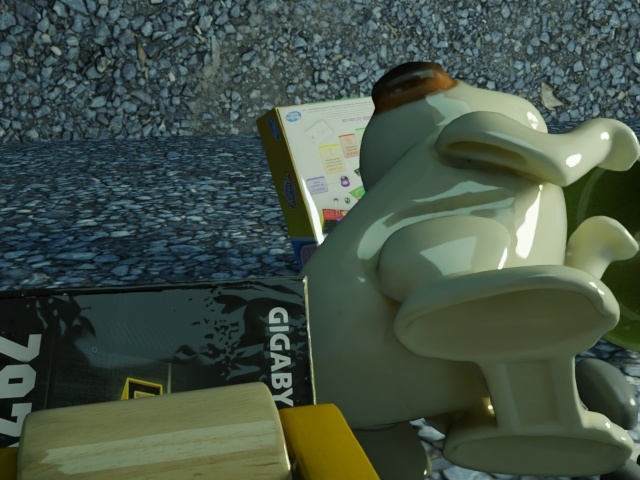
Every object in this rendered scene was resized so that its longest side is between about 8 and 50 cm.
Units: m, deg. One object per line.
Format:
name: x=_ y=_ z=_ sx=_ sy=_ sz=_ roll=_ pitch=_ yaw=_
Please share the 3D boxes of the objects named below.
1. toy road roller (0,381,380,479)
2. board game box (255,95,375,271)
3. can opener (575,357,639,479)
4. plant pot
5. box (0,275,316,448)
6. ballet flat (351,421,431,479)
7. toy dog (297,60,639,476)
toy road roller: x=-0.058 y=0.235 z=0.330 sx=0.203 sy=0.240 sz=0.329 roll=-5 pitch=21 yaw=-14
board game box: x=0.051 y=-0.066 z=1.226 sx=0.242 sy=0.316 sz=0.064 roll=-14 pitch=-4 yaw=-37
can opener: x=0.295 y=0.206 z=0.699 sx=0.074 sy=0.093 sz=0.280 roll=-7 pitch=22 yaw=-13
plant pot: x=0.498 y=-0.015 z=1.050 sx=0.254 sy=0.276 sz=0.276 roll=-14 pitch=20 yaw=-23
box: x=-0.124 y=0.182 z=0.499 sx=0.257 sy=0.079 sz=0.322 roll=-3 pitch=57 yaw=-2
ballet flat: x=0.025 y=0.175 z=0.823 sx=0.086 sy=0.086 sz=0.248 roll=-12 pitch=20 yaw=-32
toy dog: x=0.132 y=0.002 z=0.791 sx=0.395 sy=0.284 sz=0.408 roll=-13 pitch=41 yaw=27
